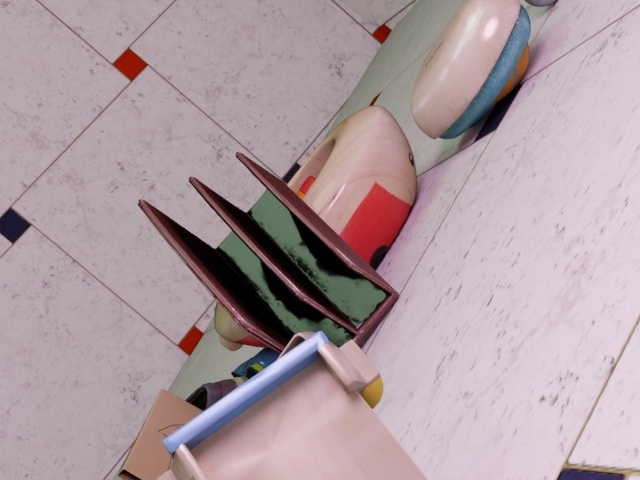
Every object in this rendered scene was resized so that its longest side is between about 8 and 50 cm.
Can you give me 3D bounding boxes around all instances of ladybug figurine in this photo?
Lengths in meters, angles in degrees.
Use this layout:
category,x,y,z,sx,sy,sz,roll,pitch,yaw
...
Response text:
category,x,y,z,sx,sy,sz,roll,pitch,yaw
ladybug figurine,0.000,0.000,1.700,0.449,0.162,0.305,-53,12,8

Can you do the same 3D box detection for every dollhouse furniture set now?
category,x,y,z,sx,sy,sz,roll,pitch,yaw
dollhouse furniture set,-0.007,0.272,0.771,0.303,0.286,0.198,-36,-23,-14

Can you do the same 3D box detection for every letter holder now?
category,x,y,z,sx,sy,sz,roll,pitch,yaw
letter holder,-0.080,0.008,1.431,0.152,0.214,0.302,-49,49,4

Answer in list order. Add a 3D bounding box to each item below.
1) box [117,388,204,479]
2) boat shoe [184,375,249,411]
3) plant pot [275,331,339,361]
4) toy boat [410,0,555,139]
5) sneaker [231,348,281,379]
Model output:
category,x,y,z,sx,sy,sz,roll,pitch,yaw
box,-0.198,0.322,1.613,0.021,0.164,0.201,-55,7,28
boat shoe,-0.214,0.310,1.797,0.285,0.092,0.103,-45,42,40
plant pot,-0.004,0.173,1.306,0.109,0.109,0.096,-54,-5,15
toy boat,0.256,-0.301,1.582,0.267,0.148,0.318,129,165,-64
sneaker,-0.089,0.215,1.794,0.082,0.069,0.209,-42,1,-22
